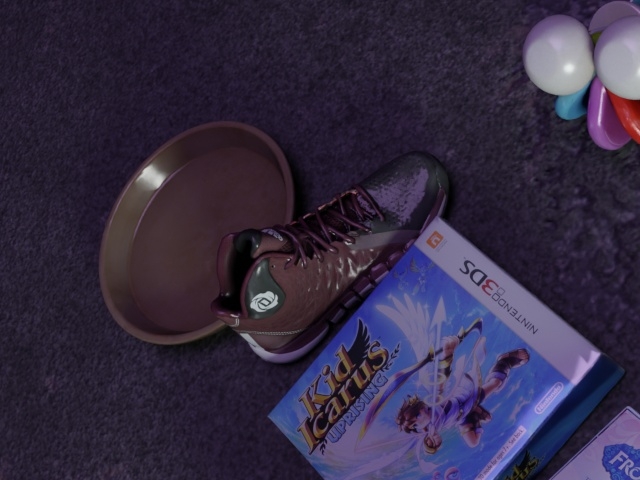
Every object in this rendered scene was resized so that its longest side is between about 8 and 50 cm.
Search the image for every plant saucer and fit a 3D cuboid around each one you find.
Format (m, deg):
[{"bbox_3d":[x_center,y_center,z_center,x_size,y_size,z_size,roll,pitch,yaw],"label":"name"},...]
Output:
[{"bbox_3d":[-0.138,-0.007,1.553,0.278,0.041,0.278,-16,58,28],"label":"plant saucer"}]

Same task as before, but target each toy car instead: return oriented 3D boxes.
[{"bbox_3d":[0.290,-0.152,1.274,0.182,0.159,0.136,10,112,44],"label":"toy car"}]

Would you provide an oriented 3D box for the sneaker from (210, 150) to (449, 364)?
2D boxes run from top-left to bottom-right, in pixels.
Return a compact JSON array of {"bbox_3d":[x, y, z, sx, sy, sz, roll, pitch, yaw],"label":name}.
[{"bbox_3d":[0.000,0.000,1.370,0.281,0.162,0.106,-48,49,6],"label":"sneaker"}]

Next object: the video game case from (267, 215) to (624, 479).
[{"bbox_3d":[0.111,0.147,1.287,0.269,0.061,0.244,-50,48,4],"label":"video game case"}]

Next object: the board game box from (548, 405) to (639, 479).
[{"bbox_3d":[0.232,0.326,0.998,0.318,0.066,0.318,-40,44,-8],"label":"board game box"}]

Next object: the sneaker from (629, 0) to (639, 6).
[{"bbox_3d":[0.321,-0.299,1.366,0.075,0.057,0.161,-21,59,19],"label":"sneaker"}]
